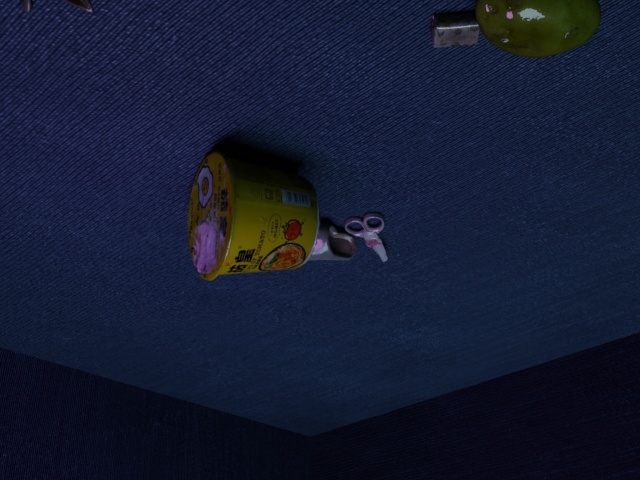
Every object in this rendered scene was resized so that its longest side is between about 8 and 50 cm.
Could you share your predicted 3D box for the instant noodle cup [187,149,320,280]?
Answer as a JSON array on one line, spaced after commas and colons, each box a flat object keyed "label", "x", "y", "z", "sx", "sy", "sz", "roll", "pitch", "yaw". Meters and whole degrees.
[{"label": "instant noodle cup", "x": -0.169, "y": -0.056, "z": 1.734, "sx": 0.254, "sy": 0.326, "sz": 0.325, "roll": 3, "pitch": 148, "yaw": -29}]

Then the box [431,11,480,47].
[{"label": "box", "x": 0.279, "y": -0.436, "z": 1.409, "sx": 0.098, "sy": 0.045, "sz": 0.062, "roll": -5, "pitch": 146, "yaw": 3}]

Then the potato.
[{"label": "potato", "x": 0.423, "y": -0.439, "z": 1.327, "sx": 0.253, "sy": 0.148, "sz": 0.186, "roll": 4, "pitch": 144, "yaw": -11}]

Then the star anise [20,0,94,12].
[{"label": "star anise", "x": -0.522, "y": -0.497, "z": 1.165, "sx": 0.257, "sy": 0.110, "sz": 0.198, "roll": -6, "pitch": 126, "yaw": -26}]

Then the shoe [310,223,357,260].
[{"label": "shoe", "x": 0.000, "y": 0.000, "z": 1.996, "sx": 0.251, "sy": 0.103, "sz": 0.100, "roll": 7, "pitch": 158, "yaw": -19}]

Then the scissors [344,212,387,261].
[{"label": "scissors", "x": 0.160, "y": -0.004, "z": 2.079, "sx": 0.118, "sy": 0.030, "sz": 0.242, "roll": -12, "pitch": 145, "yaw": 16}]
